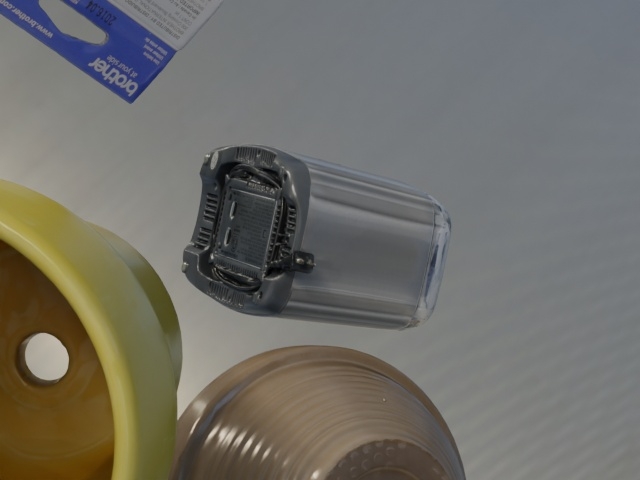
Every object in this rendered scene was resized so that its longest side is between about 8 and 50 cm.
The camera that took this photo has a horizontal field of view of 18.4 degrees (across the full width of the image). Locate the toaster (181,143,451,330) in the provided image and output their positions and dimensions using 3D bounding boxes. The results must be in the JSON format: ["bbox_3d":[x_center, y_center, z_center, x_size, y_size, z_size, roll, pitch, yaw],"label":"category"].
[{"bbox_3d":[0.000,0.000,1.519,0.227,0.146,0.129,13,93,64],"label":"toaster"}]

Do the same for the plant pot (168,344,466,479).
[{"bbox_3d":[0.014,0.187,1.300,0.237,0.237,0.110,-51,21,-21],"label":"plant pot"}]

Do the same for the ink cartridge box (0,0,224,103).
[{"bbox_3d":[-0.093,-0.257,1.323,0.311,0.186,0.065,-50,47,6],"label":"ink cartridge box"}]

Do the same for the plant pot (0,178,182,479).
[{"bbox_3d":[-0.188,0.082,1.110,0.254,0.254,0.239,-31,-1,14],"label":"plant pot"}]
